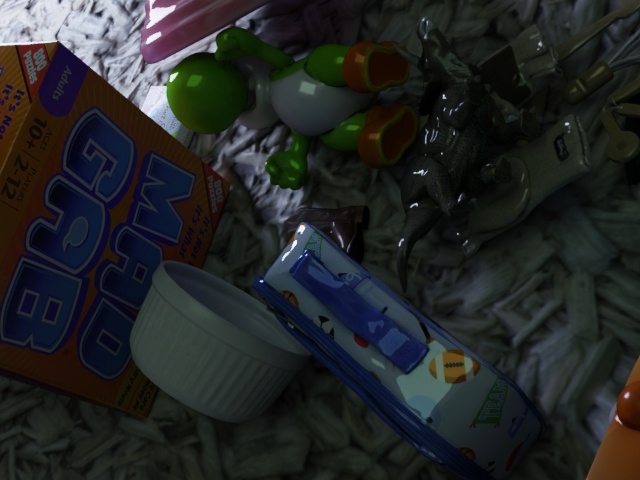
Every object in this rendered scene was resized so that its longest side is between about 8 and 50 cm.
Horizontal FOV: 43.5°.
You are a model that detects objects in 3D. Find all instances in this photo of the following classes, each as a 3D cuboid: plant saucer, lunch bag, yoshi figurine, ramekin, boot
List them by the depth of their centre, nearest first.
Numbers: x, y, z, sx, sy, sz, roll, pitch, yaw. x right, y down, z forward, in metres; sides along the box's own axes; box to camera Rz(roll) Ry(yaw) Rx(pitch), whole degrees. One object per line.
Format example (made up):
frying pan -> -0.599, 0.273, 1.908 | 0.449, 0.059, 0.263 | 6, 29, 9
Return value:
lunch bag -> 0.069, 0.112, 0.802 | 0.303, 0.243, 0.115 | 37, 87, 37
boot -> 0.382, -0.117, 0.864 | 0.099, 0.045, 0.121 | 0, 63, 29
ramekin -> -0.124, 0.122, 0.941 | 0.207, 0.207, 0.109 | 35, 95, 38
boot -> 0.000, 0.000, 1.029 | 0.114, 0.037, 0.106 | -1, 53, 26
yoshi figurine -> -0.066, -0.187, 1.071 | 0.362, 0.203, 0.204 | 13, 80, 38
plant saucer -> -0.121, -0.364, 1.144 | 0.332, 0.084, 0.332 | -27, 18, 9

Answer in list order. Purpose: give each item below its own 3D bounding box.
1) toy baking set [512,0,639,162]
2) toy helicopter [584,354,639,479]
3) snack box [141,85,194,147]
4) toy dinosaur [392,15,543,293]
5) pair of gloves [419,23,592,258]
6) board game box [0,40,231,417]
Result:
toy baking set -> 0.315, -0.173, 0.914 | 0.196, 0.030, 0.256 | -6, 61, 44
toy helicopter -> 0.263, 0.207, 0.564 | 0.140, 0.355, 0.235 | -17, 92, 22
snack box -> -0.246, -0.175, 1.262 | 0.100, 0.037, 0.141 | 8, 70, 31
toy dinosaur -> 0.147, -0.092, 0.898 | 0.160, 0.121, 0.314 | -175, 94, -71
pair of gloves -> 0.210, -0.120, 0.935 | 0.204, 0.042, 0.240 | -39, 44, 37
board game box -> -0.406, -0.010, 1.070 | 0.356, 0.356, 0.356 | 6, 70, 32
